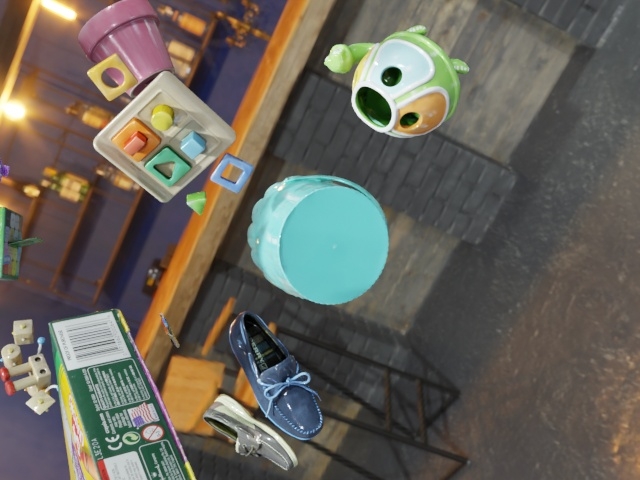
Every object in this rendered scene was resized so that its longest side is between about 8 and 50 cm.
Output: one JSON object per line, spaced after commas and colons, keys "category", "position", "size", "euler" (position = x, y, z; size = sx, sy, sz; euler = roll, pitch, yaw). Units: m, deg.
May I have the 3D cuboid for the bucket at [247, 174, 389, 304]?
{"category": "bucket", "position": [0.000, 0.000, 1.565], "size": [0.281, 0.281, 0.183], "euler": [-68, 22, -1]}

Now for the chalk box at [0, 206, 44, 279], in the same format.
{"category": "chalk box", "position": [-0.855, 0.011, 1.883], "size": [0.180, 0.288, 0.179], "euler": [143, 130, -81]}

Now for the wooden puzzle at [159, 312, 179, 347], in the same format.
{"category": "wooden puzzle", "position": [-0.359, 0.215, 1.772], "size": [0.079, 0.014, 0.116], "euler": [54, 165, 38]}

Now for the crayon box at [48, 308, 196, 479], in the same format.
{"category": "crayon box", "position": [-0.254, 0.321, 0.968], "size": [0.363, 0.106, 0.313], "euler": [47, 139, 49]}

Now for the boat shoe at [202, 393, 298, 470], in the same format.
{"category": "boat shoe", "position": [-0.145, 0.402, 1.516], "size": [0.073, 0.223, 0.080], "euler": [-41, -30, -32]}

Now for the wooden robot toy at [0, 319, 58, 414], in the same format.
{"category": "wooden robot toy", "position": [-0.443, 0.210, 1.140], "size": [0.173, 0.076, 0.079], "euler": [54, 147, 32]}

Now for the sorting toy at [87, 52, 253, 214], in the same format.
{"category": "sorting toy", "position": [-0.279, -0.176, 1.342], "size": [0.196, 0.347, 0.047], "euler": [-40, 30, 15]}

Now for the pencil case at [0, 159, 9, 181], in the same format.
{"category": "pencil case", "position": [-0.726, -0.155, 1.458], "size": [0.088, 0.206, 0.086], "euler": [-55, -15, -78]}

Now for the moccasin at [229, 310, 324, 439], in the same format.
{"category": "moccasin", "position": [-0.114, 0.319, 1.772], "size": [0.137, 0.342, 0.117], "euler": [-32, -18, -30]}

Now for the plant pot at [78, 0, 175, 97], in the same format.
{"category": "plant pot", "position": [-0.458, -0.460, 1.834], "size": [0.201, 0.180, 0.201], "euler": [-33, 0, 0]}

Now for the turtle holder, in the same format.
{"category": "turtle holder", "position": [0.180, -0.398, 1.840], "size": [0.227, 0.320, 0.243], "euler": [-37, 1, -32]}
